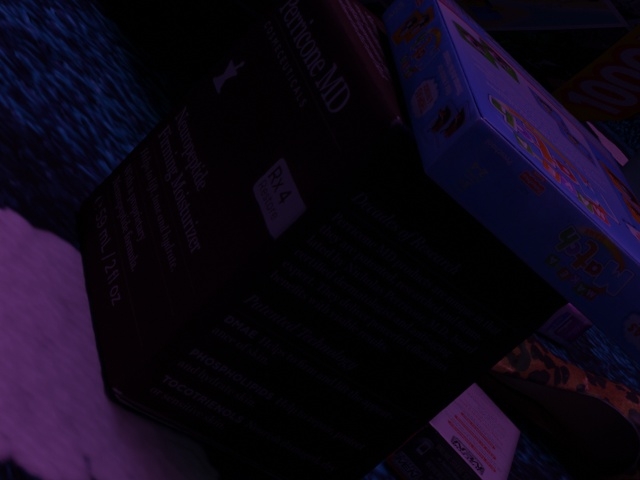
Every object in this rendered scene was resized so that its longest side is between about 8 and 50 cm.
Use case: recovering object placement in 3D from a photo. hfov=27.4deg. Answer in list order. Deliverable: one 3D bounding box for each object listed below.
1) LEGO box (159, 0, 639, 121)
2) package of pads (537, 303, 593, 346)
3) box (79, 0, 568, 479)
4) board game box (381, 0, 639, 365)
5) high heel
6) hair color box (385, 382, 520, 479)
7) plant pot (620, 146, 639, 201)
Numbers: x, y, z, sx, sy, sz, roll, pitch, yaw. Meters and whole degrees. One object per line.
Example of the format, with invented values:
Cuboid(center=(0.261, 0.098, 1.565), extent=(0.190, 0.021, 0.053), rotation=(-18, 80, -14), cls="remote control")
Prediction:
Cuboid(center=(0.096, -0.262, 1.085), extent=(0.500, 0.193, 0.372), rotation=(3, -22, 48), cls="LEGO box")
Cuboid(center=(0.252, 0.080, 1.396), extent=(0.083, 0.050, 0.032), rotation=(29, 27, -45), cls="package of pads")
Cuboid(center=(0.000, 0.000, 0.723), extent=(0.167, 0.203, 0.168), rotation=(34, 21, -35), cls="box")
Cuboid(center=(0.105, -0.039, 0.644), extent=(0.160, 0.039, 0.211), rotation=(40, 18, -20), cls="board game box")
Cuboid(center=(0.198, 0.159, 1.088), extent=(0.186, 0.093, 0.261), rotation=(-22, 78, -53), cls="high heel")
Cuboid(center=(0.094, 0.140, 0.901), extent=(0.072, 0.043, 0.141), rotation=(48, 16, 3), cls="hair color box")
Cuboid(center=(0.467, 0.034, 1.760), extent=(0.293, 0.196, 0.293), rotation=(41, 17, -16), cls="plant pot")
